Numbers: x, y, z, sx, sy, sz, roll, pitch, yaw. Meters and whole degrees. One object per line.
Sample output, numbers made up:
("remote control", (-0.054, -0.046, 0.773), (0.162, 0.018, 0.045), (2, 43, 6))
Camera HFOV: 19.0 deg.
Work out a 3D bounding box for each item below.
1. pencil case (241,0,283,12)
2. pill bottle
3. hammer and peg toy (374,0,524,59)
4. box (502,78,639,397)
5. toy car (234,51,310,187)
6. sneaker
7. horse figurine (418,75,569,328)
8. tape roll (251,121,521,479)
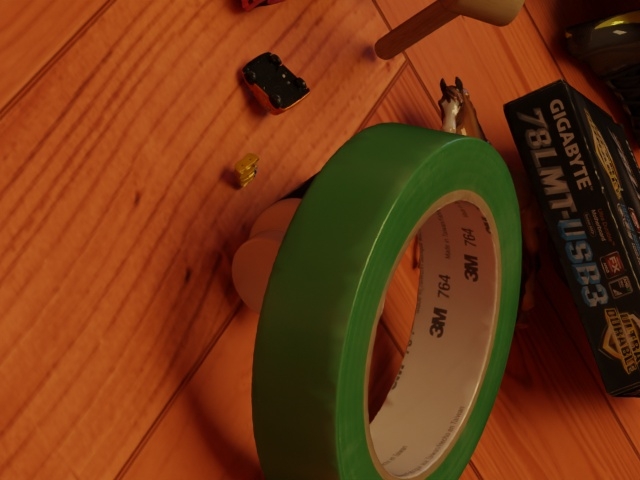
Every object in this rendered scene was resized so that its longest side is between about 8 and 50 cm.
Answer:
("pencil case", (-0.059, -0.301, 1.596), (0.095, 0.098, 0.209), (-37, 107, -53))
("pill bottle", (0.000, 0.000, 1.555), (0.169, 0.094, 0.094), (-38, 107, -53))
("hammer and peg toy", (0.082, -0.333, 1.687), (0.127, 0.266, 0.361), (16, 62, -25))
("box", (0.290, 0.008, 1.865), (0.293, 0.073, 0.295), (13, 56, -67))
("toy car", (-0.057, -0.098, 1.586), (0.122, 0.060, 0.040), (-56, 167, -29))
("sneaker", (0.373, -0.168, 2.126), (0.300, 0.111, 0.121), (22, 63, -45))
("horse figurine", (0.172, -0.023, 1.826), (0.263, 0.066, 0.174), (29, 59, -44))
("tape roll", (0.060, 0.070, 1.510), (0.321, 0.077, 0.321), (-33, 129, -54))
